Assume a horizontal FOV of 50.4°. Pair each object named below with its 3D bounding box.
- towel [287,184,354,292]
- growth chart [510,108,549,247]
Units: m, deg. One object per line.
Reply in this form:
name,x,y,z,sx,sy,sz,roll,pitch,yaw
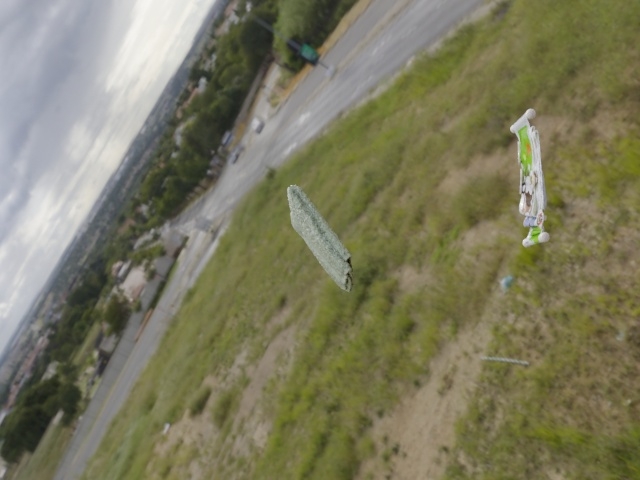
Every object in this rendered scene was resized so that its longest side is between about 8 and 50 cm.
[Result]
towel,0.000,0.000,0.922,0.027,0.148,0.110,-31,-22,-10
growth chart,0.348,-0.101,1.135,0.172,0.021,0.237,59,-153,-79
